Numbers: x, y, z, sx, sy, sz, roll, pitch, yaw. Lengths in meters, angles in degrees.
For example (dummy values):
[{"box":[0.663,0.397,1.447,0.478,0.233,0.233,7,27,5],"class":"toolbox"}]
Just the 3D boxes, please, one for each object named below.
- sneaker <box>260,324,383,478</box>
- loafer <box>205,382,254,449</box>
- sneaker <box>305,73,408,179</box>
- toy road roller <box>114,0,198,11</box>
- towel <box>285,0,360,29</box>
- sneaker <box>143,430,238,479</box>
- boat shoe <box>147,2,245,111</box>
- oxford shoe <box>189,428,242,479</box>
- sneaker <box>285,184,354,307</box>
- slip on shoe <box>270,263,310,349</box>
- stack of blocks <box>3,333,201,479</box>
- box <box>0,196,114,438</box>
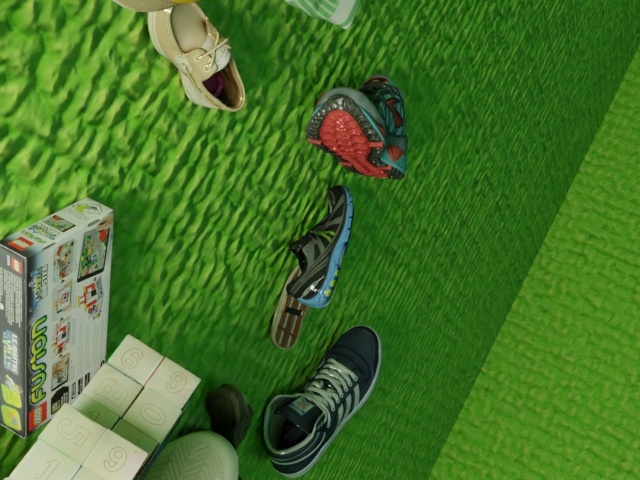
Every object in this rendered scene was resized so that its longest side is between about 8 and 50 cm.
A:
[{"box":[0.004,0.242,1.587,0.282,0.099,0.153,-56,158,-14],"class":"sneaker"},{"box":[-0.121,0.231,1.359,0.050,0.056,0.148,-51,164,-32],"class":"loafer"},{"box":[0.054,-0.167,1.318,0.262,0.104,0.125,37,61,-72],"class":"sneaker"},{"box":[-0.087,-0.331,0.601,0.241,0.202,0.329,-32,143,-34],"class":"toy road roller"},{"box":[0.003,-0.353,0.960,0.248,0.038,0.325,-67,158,6],"class":"towel"},{"box":[-0.192,0.388,1.268,0.350,0.131,0.148,-59,158,10],"class":"sneaker"},{"box":[-0.110,-0.180,0.949,0.063,0.059,0.170,-59,157,-14],"class":"boat shoe"},{"box":[-0.143,0.319,1.370,0.076,0.076,0.212,-55,154,-20],"class":"oxford shoe"},{"box":[0.000,0.000,1.367,0.067,0.078,0.188,93,13,-64],"class":"sneaker"},{"box":[-0.036,0.089,1.420,0.041,0.051,0.135,3,-106,71],"class":"slip on shoe"},{"box":[-0.220,0.223,0.886,0.171,0.087,0.297,-58,179,43],"class":"stack of blocks"},{"box":[-0.247,0.073,0.931,0.114,0.036,0.207,-35,143,-51],"class":"box"}]
